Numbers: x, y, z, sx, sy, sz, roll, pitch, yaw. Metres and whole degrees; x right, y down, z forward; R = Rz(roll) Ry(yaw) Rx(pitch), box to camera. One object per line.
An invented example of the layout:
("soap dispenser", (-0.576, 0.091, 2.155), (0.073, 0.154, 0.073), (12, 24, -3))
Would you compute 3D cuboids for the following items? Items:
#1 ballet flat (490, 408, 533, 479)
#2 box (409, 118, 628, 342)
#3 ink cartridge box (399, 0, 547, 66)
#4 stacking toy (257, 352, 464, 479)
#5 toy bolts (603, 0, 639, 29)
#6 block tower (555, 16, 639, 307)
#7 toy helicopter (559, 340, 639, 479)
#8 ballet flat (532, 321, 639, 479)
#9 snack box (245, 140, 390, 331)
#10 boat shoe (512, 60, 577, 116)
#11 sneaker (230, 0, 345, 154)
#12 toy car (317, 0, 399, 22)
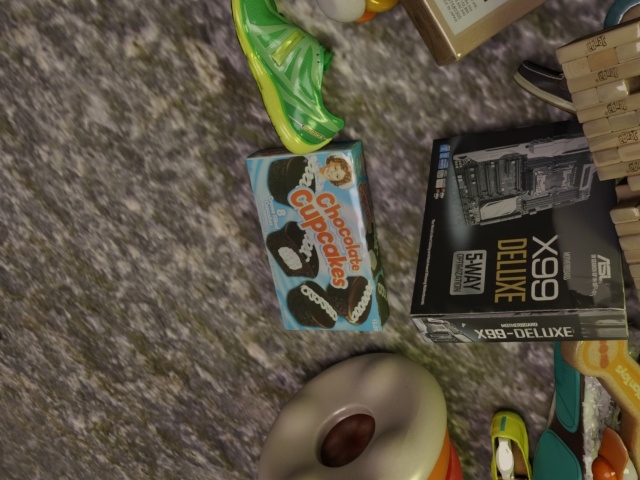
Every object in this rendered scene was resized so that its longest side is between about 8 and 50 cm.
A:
("ballet flat", (0.332, 0.405, 1.171), (0.077, 0.077, 0.230), (-4, 112, 24))
("box", (0.258, -0.016, 0.873), (0.243, 0.307, 0.076), (-5, 141, 25))
("ink cartridge box", (0.173, -0.364, 0.814), (0.193, 0.088, 0.234), (-35, 101, 0))
("stacking toy", (0.147, 0.467, 1.191), (0.351, 0.350, 0.479), (-19, 122, 29))
("toy bolts", (0.450, -0.248, 0.765), (0.229, 0.158, 0.218), (21, 120, 12))
("block tower", (0.368, -0.072, 0.733), (0.097, 0.091, 0.335), (-9, 108, 48))
("toy helicopter", (0.432, 0.235, 0.919), (0.235, 0.140, 0.355), (-45, 111, 3))
("ballet flat", (0.431, 0.299, 1.055), (0.147, 0.147, 0.408), (8, 117, 19))
("snack box", (0.000, 0.000, 1.129), (0.187, 0.060, 0.321), (-2, 112, 23))
("boat shoe", (0.349, -0.190, 0.849), (0.223, 0.080, 0.073), (41, 124, 38))
("sneaker", (-0.049, -0.279, 1.009), (0.124, 0.109, 0.295), (-22, 102, 2))
("toy car", (0.031, -0.380, 0.905), (0.182, 0.159, 0.136), (55, 160, -12))
